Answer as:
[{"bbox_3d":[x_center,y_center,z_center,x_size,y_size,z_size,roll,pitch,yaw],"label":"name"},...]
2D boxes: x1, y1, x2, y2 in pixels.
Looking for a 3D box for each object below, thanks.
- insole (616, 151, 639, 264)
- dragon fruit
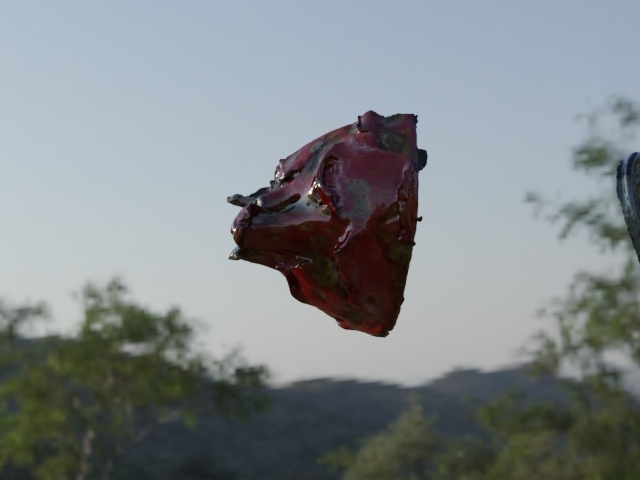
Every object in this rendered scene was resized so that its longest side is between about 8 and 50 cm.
[{"bbox_3d":[0.252,0.083,0.992,0.012,0.309,0.110,-22,11,29],"label":"insole"},{"bbox_3d":[0.000,0.000,1.757,0.211,0.262,0.134,4,30,0],"label":"dragon fruit"}]
